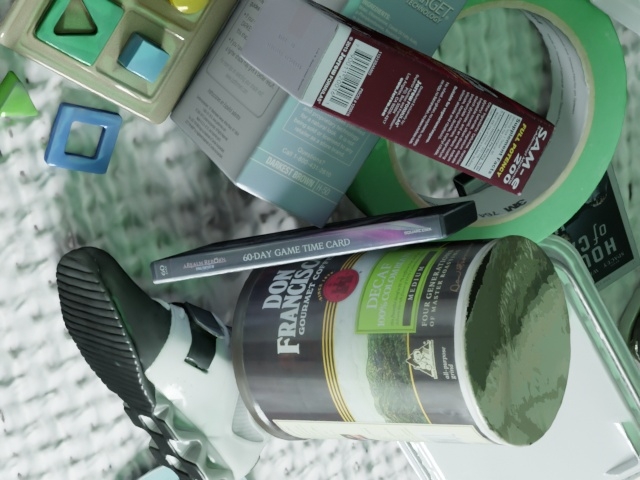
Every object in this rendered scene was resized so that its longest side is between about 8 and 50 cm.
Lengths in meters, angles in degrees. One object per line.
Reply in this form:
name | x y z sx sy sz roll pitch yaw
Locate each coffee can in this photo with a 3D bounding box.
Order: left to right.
coffee can | 0.080 0.101 1.478 0.201 0.275 0.201 7 81 -53

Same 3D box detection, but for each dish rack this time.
dish rack | 0.216 0.183 1.665 0.286 0.072 0.332 -28 111 9

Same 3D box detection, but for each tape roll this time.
tape roll | 0.162 -0.138 1.542 0.321 0.077 0.321 -8 112 -20

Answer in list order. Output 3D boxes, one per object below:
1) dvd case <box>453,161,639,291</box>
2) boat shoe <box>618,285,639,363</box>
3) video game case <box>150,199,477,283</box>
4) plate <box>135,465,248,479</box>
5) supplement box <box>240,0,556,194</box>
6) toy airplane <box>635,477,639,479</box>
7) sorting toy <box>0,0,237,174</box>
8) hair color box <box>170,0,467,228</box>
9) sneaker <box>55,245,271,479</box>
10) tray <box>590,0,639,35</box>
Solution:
dvd case | 0.264 -0.020 1.704 0.179 0.029 0.238 -32 124 -10
boat shoe | 0.459 0.024 1.789 0.109 0.091 0.305 10 109 -31
video game case | 0.000 0.000 1.411 0.274 0.196 0.026 -8 93 15
plate | -0.160 0.316 1.653 0.188 0.024 0.188 -11 119 -22
supplement box | 0.066 -0.126 1.255 0.239 0.130 0.073 21 103 -34
toy airplane | 0.563 0.288 1.728 0.384 0.386 0.272 -53 156 15
sorting toy | -0.171 -0.216 1.366 0.196 0.047 0.347 26 100 -35
hair color box | 0.025 -0.220 1.381 0.114 0.185 0.374 27 100 -33
sneaker | -0.147 0.111 1.515 0.146 0.122 0.330 -44 127 -24
tray | 0.381 -0.262 1.590 0.270 0.030 0.145 24 60 -35
